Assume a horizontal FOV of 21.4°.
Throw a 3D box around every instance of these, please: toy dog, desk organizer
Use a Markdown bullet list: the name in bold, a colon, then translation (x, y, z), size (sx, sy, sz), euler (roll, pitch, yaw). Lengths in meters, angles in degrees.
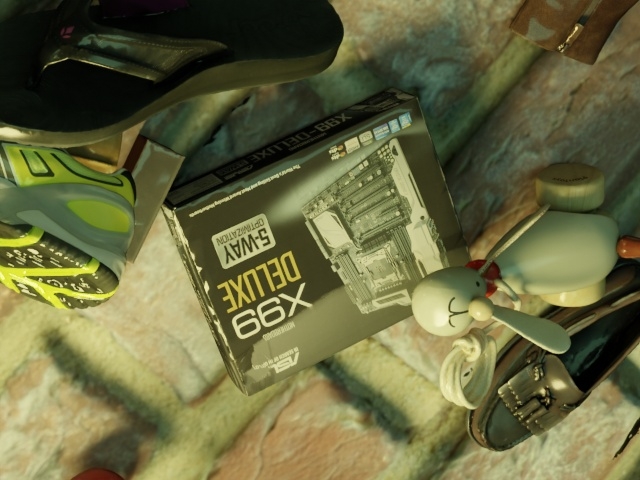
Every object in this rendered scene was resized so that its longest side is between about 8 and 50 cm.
- **toy dog**: translation (0.261, 0.037, 1.912), size (0.333, 0.161, 0.220), euler (-48, 131, -33)
- **desk organizer**: translation (-0.200, -0.046, 1.831), size (0.047, 0.050, 0.130), euler (25, 94, -23)

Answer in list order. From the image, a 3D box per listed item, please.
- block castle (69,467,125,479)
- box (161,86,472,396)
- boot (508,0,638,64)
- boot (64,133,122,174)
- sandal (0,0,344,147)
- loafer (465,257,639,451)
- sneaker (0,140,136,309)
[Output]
- **block castle**: translation (-0.304, 0.503, 1.849), size (0.453, 0.213, 0.303), euler (-43, 110, -8)
- **box**: translation (0.000, 0.000, 1.902), size (0.307, 0.076, 0.242), euler (-25, 112, -13)
- **boot**: translation (0.356, -0.303, 1.972), size (0.248, 0.090, 0.206), euler (13, 110, -24)
- **boot**: translation (-0.331, -0.147, 1.744), size (0.270, 0.089, 0.236), euler (16, 103, -25)
- **sandal**: translation (-0.168, -0.212, 1.702), size (0.446, 0.167, 0.107), euler (-20, 146, -34)
- **loafer**: translation (0.301, 0.142, 2.040), size (0.302, 0.095, 0.109), euler (-44, 114, -5)
- **sneaker**: translation (-0.356, -0.076, 1.653), size (0.385, 0.145, 0.147), euler (32, 53, -19)
